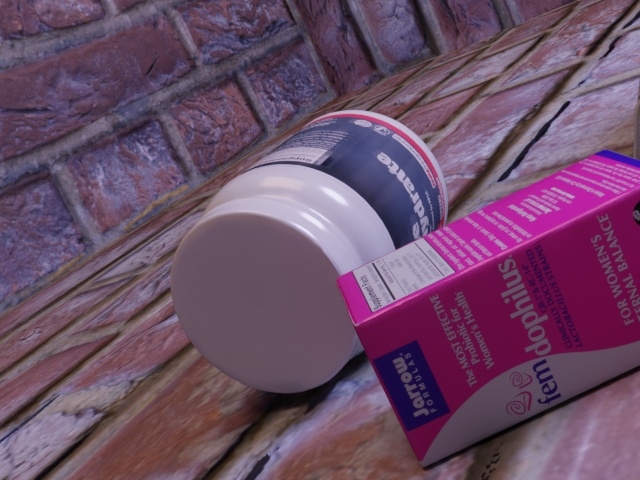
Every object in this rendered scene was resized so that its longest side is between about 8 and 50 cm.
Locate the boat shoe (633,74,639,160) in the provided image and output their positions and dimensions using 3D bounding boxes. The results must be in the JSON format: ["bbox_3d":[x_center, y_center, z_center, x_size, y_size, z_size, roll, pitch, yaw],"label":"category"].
[{"bbox_3d":[0.302,-0.185,0.675,0.135,0.367,0.156,0,5,-10],"label":"boat shoe"}]

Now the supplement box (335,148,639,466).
[{"bbox_3d":[0.134,0.040,0.575,0.220,0.111,0.114,-26,14,2],"label":"supplement box"}]

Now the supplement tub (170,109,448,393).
[{"bbox_3d":[0.000,0.000,0.801,0.191,0.191,0.272,-18,16,29],"label":"supplement tub"}]
